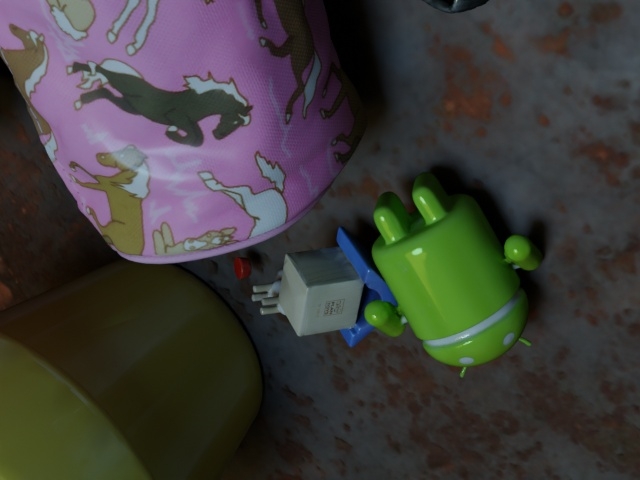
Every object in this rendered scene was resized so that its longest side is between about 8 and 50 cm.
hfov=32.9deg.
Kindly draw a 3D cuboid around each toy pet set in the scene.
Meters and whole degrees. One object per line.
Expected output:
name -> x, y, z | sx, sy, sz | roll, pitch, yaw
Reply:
toy pet set -> 0.000, 0.000, 0.673 | 0.114, 0.065, 0.122 | -124, 34, -45

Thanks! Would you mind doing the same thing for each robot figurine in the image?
robot figurine -> 0.073, 0.020, 0.608 | 0.101, 0.067, 0.115 | -27, 102, 13

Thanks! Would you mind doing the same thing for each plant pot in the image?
plant pot -> -0.170, 0.139, 0.752 | 0.254, 0.239, 0.254 | 20, 129, 26

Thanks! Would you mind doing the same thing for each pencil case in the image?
pencil case -> -0.108, -0.165, 0.506 | 0.167, 0.160, 0.386 | 7, 136, 38

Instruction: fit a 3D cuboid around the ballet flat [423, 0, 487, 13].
ballet flat -> 0.019, -0.175, 0.526 | 0.173, 0.049, 0.057 | 39, 135, 10
